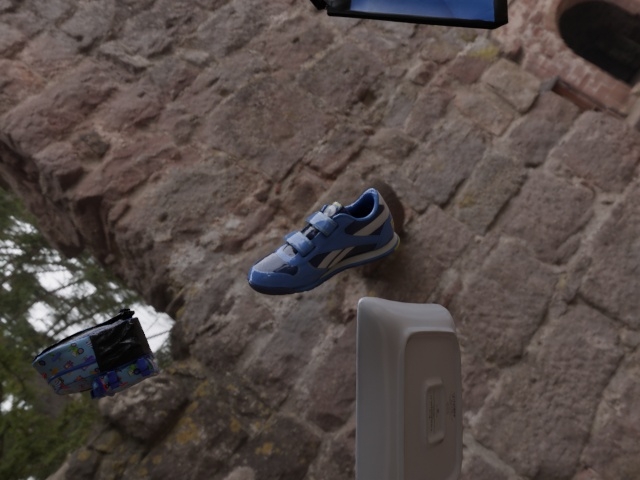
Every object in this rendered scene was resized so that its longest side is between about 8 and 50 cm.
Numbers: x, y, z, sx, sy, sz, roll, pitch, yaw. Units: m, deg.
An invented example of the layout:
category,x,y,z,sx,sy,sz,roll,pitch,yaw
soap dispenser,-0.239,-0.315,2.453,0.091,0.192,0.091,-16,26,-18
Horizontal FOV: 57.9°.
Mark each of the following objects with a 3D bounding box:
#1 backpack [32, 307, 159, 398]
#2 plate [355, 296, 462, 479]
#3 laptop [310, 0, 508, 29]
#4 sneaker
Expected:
category,x,y,z,sx,sy,sz,roll,pitch,yaw
backpack,-0.365,0.200,0.943,0.173,0.117,0.158,-22,-9,-20
plate,0.126,0.215,0.728,0.278,0.045,0.277,14,-106,-57
laptop,0.043,-0.324,0.494,0.264,0.136,0.234,38,-131,-42
sneaker,0.000,0.000,0.498,0.144,0.053,0.059,-24,-57,-21
